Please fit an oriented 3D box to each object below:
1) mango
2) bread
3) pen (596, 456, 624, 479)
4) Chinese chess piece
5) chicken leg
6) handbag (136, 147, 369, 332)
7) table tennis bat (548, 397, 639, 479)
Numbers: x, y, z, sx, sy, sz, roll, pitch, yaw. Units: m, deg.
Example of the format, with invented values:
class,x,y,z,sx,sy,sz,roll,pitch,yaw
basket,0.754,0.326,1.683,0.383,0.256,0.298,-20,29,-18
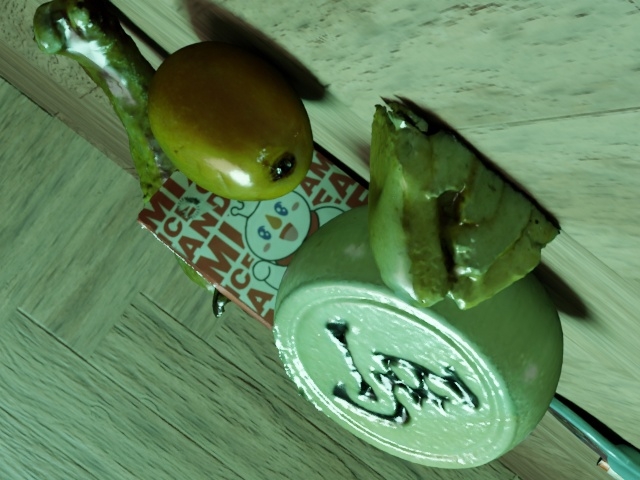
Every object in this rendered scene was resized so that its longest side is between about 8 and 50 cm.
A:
class,x,y,z,sx,sy,sz,roll,pitch,yaw
mango,-0.080,-0.103,1.524,0.138,0.113,0.253,35,-178,-19
bread,0.077,-0.013,1.314,0.156,0.110,0.103,39,180,-10
pen,0.432,0.329,2.275,0.218,0.026,0.026,36,174,8
Chinese chess piece,0.081,0.083,1.571,0.250,0.101,0.250,20,142,17
chicken leg,-0.150,-0.109,1.892,0.361,0.140,0.211,61,-178,-14
handbag,-0.015,0.014,1.762,0.298,0.171,0.151,36,175,-4
table tennis bat,0.335,0.241,2.144,0.153,0.040,0.244,41,177,-32
